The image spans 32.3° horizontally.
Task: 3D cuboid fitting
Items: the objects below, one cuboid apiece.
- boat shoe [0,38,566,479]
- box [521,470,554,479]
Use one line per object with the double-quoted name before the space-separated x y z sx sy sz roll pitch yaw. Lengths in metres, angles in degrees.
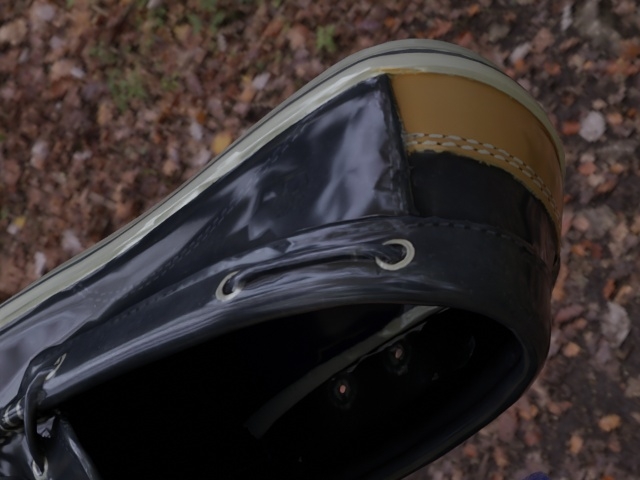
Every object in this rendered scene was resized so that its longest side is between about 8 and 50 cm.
"boat shoe" -0.083 0.104 0.557 0.500 0.187 0.156 -38 35 28
"box" 0.103 0.197 0.595 0.136 0.036 0.225 -34 4 -3
